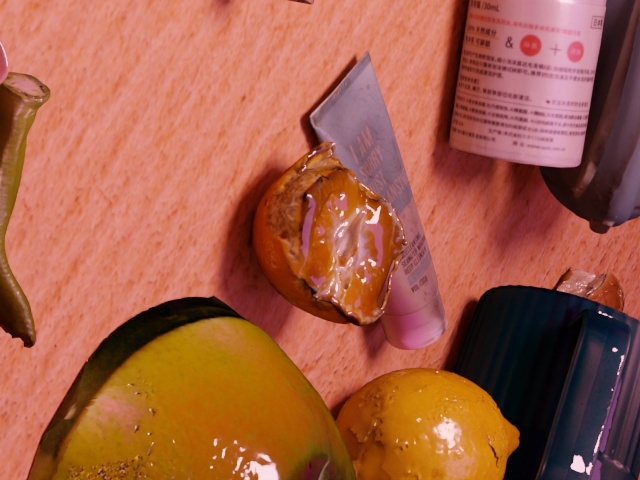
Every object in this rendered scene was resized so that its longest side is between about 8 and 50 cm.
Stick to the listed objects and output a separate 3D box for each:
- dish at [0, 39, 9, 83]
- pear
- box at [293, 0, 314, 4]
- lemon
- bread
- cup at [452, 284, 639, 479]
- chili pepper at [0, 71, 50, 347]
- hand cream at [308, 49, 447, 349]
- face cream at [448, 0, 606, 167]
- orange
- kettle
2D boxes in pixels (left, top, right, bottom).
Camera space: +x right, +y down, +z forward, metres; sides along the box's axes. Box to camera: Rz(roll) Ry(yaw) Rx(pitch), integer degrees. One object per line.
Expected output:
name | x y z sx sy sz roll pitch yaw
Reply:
dish | -0.287 -0.161 1.176 0.151 0.077 0.212 -46 139 -41
pear | -0.080 0.260 1.622 0.399 0.165 0.399 -32 128 -52
box | -0.036 -0.246 1.585 0.035 0.079 0.083 23 82 -60
lemon | 0.103 0.213 1.915 0.206 0.173 0.173 -2 108 -19
bread | 0.336 0.084 2.385 0.070 0.077 0.083 -57 147 -38
cup | 0.235 0.209 2.090 0.308 0.242 0.292 47 59 -58
chili pepper | -0.228 -0.021 1.363 0.050 0.052 0.201 -3 108 -30
hand cream | 0.063 -0.030 1.866 0.111 0.070 0.312 -51 138 -35
face cream | 0.232 -0.269 1.981 0.145 0.145 0.369 -6 107 -60
orange | 0.000 0.000 1.719 0.160 0.112 0.170 -13 89 -47
kettle | 0.346 -0.173 2.114 0.319 0.247 0.342 -60 165 -72
